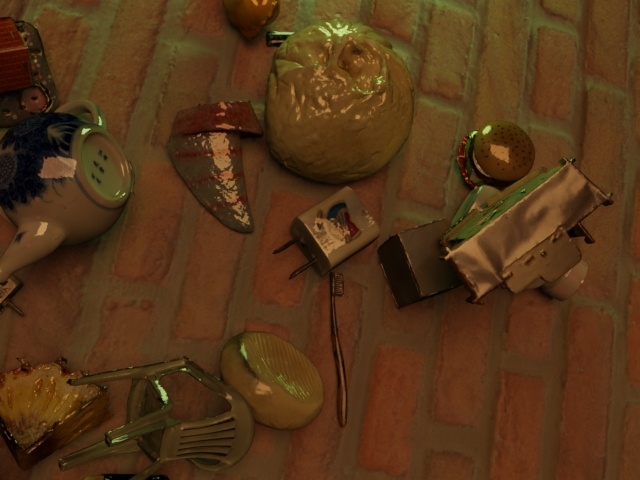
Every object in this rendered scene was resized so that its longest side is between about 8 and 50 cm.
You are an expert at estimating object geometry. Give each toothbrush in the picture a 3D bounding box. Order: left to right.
[{"bbox_3d":[0.038,0.221,1.435,0.031,0.023,0.320,1,75,-8],"label":"toothbrush"}]

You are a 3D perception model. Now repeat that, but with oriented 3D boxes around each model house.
[{"bbox_3d":[-0.656,-0.310,1.318,0.294,0.154,0.206,-20,104,-25],"label":"model house"},{"bbox_3d":[0.374,-0.006,1.350,0.326,0.244,0.169,-37,94,-5],"label":"model house"}]

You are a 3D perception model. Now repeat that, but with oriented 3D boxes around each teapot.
[{"bbox_3d":[-0.513,-0.109,1.312,0.280,0.252,0.423,-13,52,22],"label":"teapot"}]

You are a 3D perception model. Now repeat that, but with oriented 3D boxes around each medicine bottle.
[{"bbox_3d":[0.435,0.013,1.529,0.296,0.111,0.161,31,86,-1],"label":"medicine bottle"}]

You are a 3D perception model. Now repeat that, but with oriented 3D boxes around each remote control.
[{"bbox_3d":[-0.078,-0.466,1.602,0.096,0.014,0.039,-1,76,-11],"label":"remote control"}]

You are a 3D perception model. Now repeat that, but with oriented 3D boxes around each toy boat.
[{"bbox_3d":[-0.211,-0.148,1.465,0.206,0.096,0.282,-10,90,-8],"label":"toy boat"}]

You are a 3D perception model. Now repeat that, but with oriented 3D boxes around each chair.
[{"bbox_3d":[-0.281,0.333,1.211,0.275,0.203,0.191,-10,31,-43],"label":"chair"}]

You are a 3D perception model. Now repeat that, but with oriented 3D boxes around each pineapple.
[{"bbox_3d":[-0.499,0.307,1.238,0.237,0.114,0.186,1,48,-5],"label":"pineapple"}]

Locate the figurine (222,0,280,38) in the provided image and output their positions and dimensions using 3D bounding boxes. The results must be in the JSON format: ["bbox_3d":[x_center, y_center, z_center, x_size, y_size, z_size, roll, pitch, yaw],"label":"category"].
[{"bbox_3d":[-0.177,-0.567,1.561,0.156,0.131,0.246,5,51,-51],"label":"figurine"}]

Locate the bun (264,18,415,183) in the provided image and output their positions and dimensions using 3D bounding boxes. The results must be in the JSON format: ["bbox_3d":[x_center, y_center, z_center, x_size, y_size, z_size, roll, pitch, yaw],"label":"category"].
[{"bbox_3d":[0.037,-0.304,1.471,0.353,0.227,0.348,-30,85,-16],"label":"bun"}]

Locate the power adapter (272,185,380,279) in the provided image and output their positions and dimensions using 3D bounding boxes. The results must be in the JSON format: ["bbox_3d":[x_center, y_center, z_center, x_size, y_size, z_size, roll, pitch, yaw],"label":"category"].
[{"bbox_3d":[0.000,0.000,1.433,0.205,0.125,0.130,-34,85,-19],"label":"power adapter"}]

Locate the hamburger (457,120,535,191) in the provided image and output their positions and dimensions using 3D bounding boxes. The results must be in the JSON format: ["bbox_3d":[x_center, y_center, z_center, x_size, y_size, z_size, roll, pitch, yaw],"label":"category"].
[{"bbox_3d":[0.401,-0.190,1.563,0.175,0.137,0.175,2,77,-9],"label":"hamburger"}]

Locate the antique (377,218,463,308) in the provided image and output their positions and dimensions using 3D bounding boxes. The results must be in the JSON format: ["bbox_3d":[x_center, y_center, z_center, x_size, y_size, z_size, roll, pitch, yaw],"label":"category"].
[{"bbox_3d":[0.221,0.047,1.454,0.148,0.152,0.146,-15,79,-17],"label":"antique"}]

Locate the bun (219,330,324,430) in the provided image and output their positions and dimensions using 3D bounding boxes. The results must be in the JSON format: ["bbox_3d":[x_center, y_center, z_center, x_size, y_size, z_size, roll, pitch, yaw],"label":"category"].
[{"bbox_3d":[-0.103,0.279,1.328,0.222,0.222,0.127,35,111,-1],"label":"bun"}]

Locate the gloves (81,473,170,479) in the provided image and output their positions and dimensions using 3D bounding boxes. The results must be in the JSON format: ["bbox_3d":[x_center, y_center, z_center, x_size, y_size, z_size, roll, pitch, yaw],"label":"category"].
[{"bbox_3d":[-0.399,0.507,1.195,0.301,0.152,0.197,8,65,-35],"label":"gloves"}]

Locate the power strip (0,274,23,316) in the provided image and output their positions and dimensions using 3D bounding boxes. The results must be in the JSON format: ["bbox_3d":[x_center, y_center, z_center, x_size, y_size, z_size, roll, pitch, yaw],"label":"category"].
[{"bbox_3d":[-0.671,0.060,1.324,0.268,0.034,0.092,39,71,0],"label":"power strip"}]
